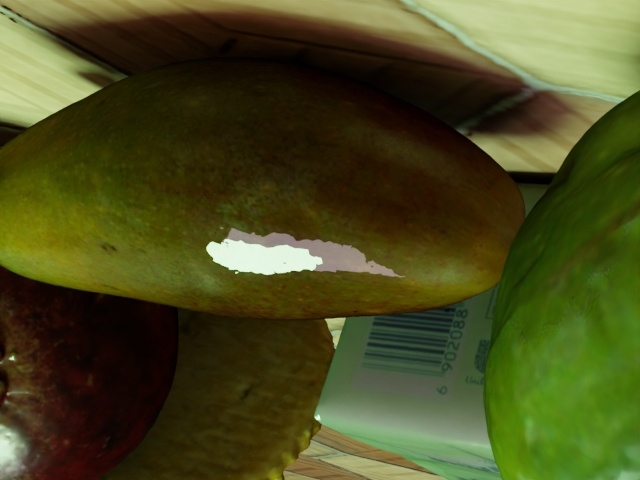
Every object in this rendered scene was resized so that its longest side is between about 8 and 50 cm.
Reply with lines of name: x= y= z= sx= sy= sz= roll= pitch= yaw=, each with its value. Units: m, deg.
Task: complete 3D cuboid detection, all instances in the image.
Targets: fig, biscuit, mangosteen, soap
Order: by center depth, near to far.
fig: x=0.169 y=0.012 z=0.614 sx=0.206 sy=0.206 sz=0.275 roll=18 pitch=146 yaw=-9
soap: x=0.136 y=0.062 z=0.915 sx=0.199 sy=0.138 sz=0.182 roll=5 pitch=162 yaw=40
mangosteen: x=-0.186 y=0.044 z=1.132 sx=0.215 sy=0.215 sz=0.257 roll=14 pitch=-163 yaw=4
biscuit: x=-0.105 y=0.108 z=1.198 sx=0.254 sy=0.254 sz=0.035 roll=7 pitch=134 yaw=34

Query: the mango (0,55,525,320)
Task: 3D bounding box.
mango: x=-0.040 y=-0.023 z=0.818 sx=0.267 sy=0.111 sz=0.133 roll=2 pitch=167 yaw=25
